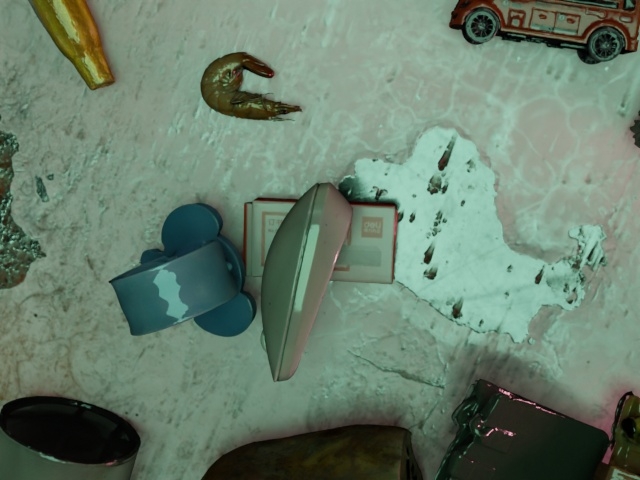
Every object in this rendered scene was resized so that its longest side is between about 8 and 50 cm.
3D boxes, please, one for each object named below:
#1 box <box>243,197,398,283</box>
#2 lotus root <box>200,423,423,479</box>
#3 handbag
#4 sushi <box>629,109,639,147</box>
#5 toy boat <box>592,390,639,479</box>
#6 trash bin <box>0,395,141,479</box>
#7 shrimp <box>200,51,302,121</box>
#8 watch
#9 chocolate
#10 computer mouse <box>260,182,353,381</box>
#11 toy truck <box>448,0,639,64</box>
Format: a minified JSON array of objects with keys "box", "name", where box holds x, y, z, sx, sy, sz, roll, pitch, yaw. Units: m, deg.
[{"box":[0.000,0.000,1.486,0.229,0.050,0.123,3,100,6],"name":"box"},{"box":[-0.020,0.407,1.467,0.346,0.250,0.250,-7,99,9],"name":"lotus root"},{"box":[0.272,0.349,1.426,0.260,0.079,0.247,24,91,-31],"name":"handbag"},{"box":[0.530,-0.202,1.346,0.126,0.136,0.225,31,97,-8],"name":"sushi"},{"box":[0.422,0.441,1.394,0.136,0.162,0.445,16,86,47],"name":"toy boat"},{"box":[-0.417,0.404,1.521,0.277,0.217,0.262,15,101,-17],"name":"trash bin"},{"box":[-0.100,-0.227,1.472,0.162,0.045,0.095,12,80,10],"name":"shrimp"},{"box":[-0.210,0.067,1.431,0.211,0.193,0.211,7,107,23],"name":"watch"},{"box":[-0.372,-0.326,1.464,0.086,0.085,0.219,-26,97,10],"name":"chocolate"},{"box":[-0.036,0.054,1.393,0.097,0.159,0.288,20,103,-3],"name":"computer mouse"},{"box":[0.310,-0.315,1.367,0.253,0.107,0.114,11,100,4],"name":"toy truck"}]
